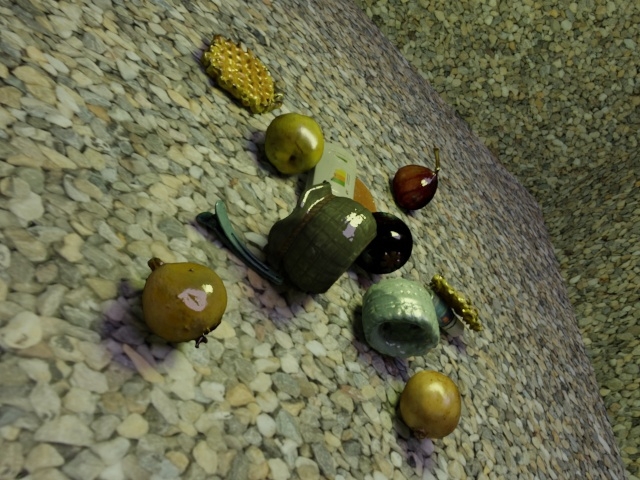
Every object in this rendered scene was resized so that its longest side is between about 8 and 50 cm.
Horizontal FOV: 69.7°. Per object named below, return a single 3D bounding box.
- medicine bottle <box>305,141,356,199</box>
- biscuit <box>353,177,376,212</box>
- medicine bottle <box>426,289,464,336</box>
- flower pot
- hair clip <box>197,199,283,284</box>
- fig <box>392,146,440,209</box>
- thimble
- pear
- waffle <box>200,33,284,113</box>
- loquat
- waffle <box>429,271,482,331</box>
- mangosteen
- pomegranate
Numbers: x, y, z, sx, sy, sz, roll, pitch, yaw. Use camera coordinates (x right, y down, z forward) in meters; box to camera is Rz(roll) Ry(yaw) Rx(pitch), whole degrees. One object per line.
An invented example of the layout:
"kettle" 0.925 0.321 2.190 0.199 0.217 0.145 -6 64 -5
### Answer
"medicine bottle" 0.033 -0.175 1.523 0.161 0.111 0.296 25 56 -22
"biscuit" 0.098 -0.172 1.694 0.288 0.044 0.202 33 45 -25
"medicine bottle" 0.448 0.274 1.706 0.203 0.083 0.083 44 36 -18
"flower pot" 0.000 0.000 1.247 0.213 0.302 0.302 42 35 5
"hair clip" -0.197 0.017 1.188 0.275 0.083 0.048 49 29 -20
"fig" 0.438 -0.245 1.976 0.186 0.249 0.204 38 38 -39
"thimble" 0.243 0.235 1.394 0.250 0.205 0.172 23 38 -14
"pear" -0.085 -0.314 1.470 0.200 0.200 0.200 30 42 -31
"waffle" -0.260 -0.558 1.575 0.329 0.062 0.329 32 40 -31
"loquat" -0.281 0.115 0.927 0.204 0.149 0.172 45 39 5
"waffle" 0.502 0.229 1.734 0.280 0.060 0.262 48 -2 -22
"mangosteen" 0.195 0.001 1.534 0.242 0.243 0.243 30 42 -31
"pomegranate" 0.308 0.470 1.301 0.196 0.196 0.196 30 42 -31
